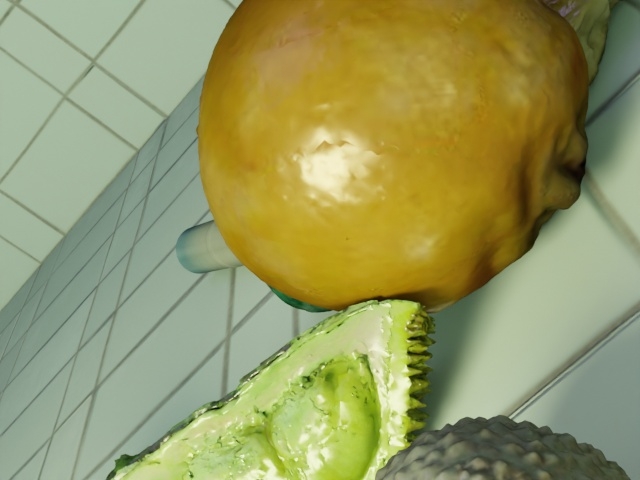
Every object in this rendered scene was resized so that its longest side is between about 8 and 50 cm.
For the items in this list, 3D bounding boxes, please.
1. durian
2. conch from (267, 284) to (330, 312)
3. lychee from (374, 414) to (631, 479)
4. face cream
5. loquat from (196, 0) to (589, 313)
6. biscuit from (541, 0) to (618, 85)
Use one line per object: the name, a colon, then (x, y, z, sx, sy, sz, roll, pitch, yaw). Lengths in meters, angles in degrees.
durian: (-0.046, 0.166, 0.761, 0.352, 0.169, 0.158, -33, 23, 7)
conch: (0.003, 0.001, 1.006, 0.134, 0.196, 0.202, -16, 42, 3)
lychee: (0.086, 0.174, 0.487, 0.197, 0.165, 0.165, -25, 11, -22)
face cream: (-0.127, 0.001, 1.348, 0.250, 0.077, 0.077, -11, 45, 59)
loquat: (0.056, -0.091, 0.777, 0.328, 0.328, 0.328, -44, 22, 23)
biscuit: (0.228, -0.232, 0.958, 0.213, 0.091, 0.274, -19, 41, 53)
